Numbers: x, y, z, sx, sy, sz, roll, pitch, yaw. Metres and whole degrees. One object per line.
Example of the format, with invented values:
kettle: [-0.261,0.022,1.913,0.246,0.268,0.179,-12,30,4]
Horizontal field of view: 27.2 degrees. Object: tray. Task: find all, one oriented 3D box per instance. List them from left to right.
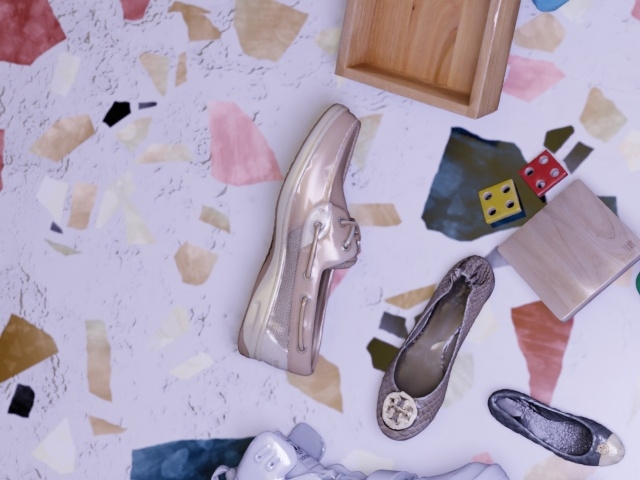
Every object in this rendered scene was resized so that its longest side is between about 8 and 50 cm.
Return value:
tray: [0.153,-0.373,1.589,0.203,0.076,0.411,21,114,26]

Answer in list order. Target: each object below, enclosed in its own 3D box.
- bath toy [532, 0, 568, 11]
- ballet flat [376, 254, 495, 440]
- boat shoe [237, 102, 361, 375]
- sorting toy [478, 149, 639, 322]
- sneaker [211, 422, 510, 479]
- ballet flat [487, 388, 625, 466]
bath toy: [0.199,-0.441,1.656,0.348,0.129,0.151,42,95,17]
ballet flat: [0.139,0.127,1.615,0.084,0.058,0.250,28,82,21]
boat shoe: [0.000,0.000,1.664,0.110,0.121,0.341,20,98,13]
sorting toy: [0.301,0.012,1.595,0.132,0.046,0.274,-41,54,5]
sneaker: [0.033,0.299,1.585,0.366,0.137,0.210,-30,77,20]
ballet flat: [0.279,0.227,1.584,0.173,0.049,0.057,21,89,17]
